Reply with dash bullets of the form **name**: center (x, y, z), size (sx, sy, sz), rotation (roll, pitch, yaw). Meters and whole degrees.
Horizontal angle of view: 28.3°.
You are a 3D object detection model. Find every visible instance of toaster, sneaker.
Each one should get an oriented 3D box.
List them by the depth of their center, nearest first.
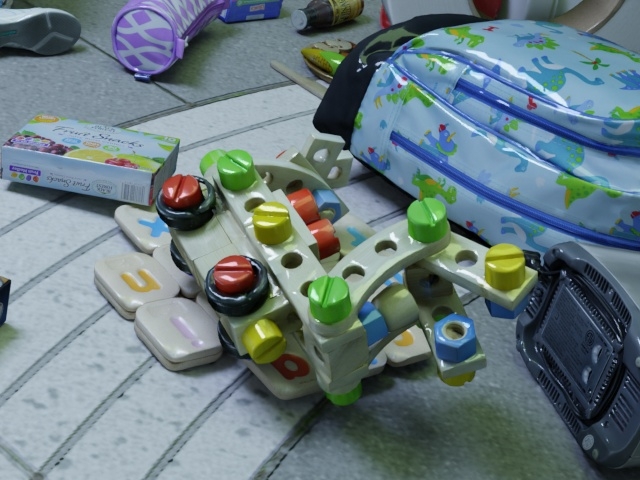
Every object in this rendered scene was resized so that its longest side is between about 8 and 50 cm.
- **toaster**: center (0.263, 0.087, 1.039), size (0.146, 0.129, 0.227), rotation (6, 29, -23)
- **sneaker**: center (-0.337, -0.236, 1.388), size (0.152, 0.053, 0.061), rotation (-8, 34, -33)

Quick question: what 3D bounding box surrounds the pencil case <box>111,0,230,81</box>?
- **pencil case**: center (-0.172, -0.259, 1.464), size (0.088, 0.086, 0.206), rotation (5, 29, 9)

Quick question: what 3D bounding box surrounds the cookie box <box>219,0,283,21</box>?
- **cookie box**: center (-0.115, -0.325, 1.646), size (0.092, 0.040, 0.107), rotation (-15, 42, -42)

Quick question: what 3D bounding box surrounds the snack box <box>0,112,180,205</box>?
- **snack box**: center (-0.210, -0.076, 1.171), size (0.141, 0.037, 0.100), rotation (11, 22, 3)

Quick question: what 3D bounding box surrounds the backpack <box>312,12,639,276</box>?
- **backpack**: center (0.223, -0.092, 1.234), size (0.290, 0.273, 0.355), rotation (-6, 48, -43)

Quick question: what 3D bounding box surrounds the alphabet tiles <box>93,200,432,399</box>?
- **alphabet tiles**: center (-0.044, 0.037, 1.090), size (0.284, 0.021, 0.278), rotation (-11, 39, -37)

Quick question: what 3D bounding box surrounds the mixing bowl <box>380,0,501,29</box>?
- **mixing bowl**: center (0.173, -0.320, 1.667), size (0.098, 0.181, 0.181), rotation (30, 21, -29)

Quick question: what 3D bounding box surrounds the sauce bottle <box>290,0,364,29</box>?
- **sauce bottle**: center (0.009, -0.299, 1.658), size (0.042, 0.042, 0.128), rotation (29, 35, 23)

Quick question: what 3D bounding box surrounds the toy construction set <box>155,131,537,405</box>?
- **toy construction set**: center (0.000, 0.000, 1.000), size (0.215, 0.151, 0.327), rotation (-24, 34, -13)

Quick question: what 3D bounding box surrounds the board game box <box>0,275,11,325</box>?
- **board game box**: center (-0.374, 0.041, 0.917), size (0.243, 0.042, 0.165), rotation (20, 30, 9)

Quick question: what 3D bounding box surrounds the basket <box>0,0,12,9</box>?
- **basket**: center (-0.451, -0.380, 1.382), size (0.289, 0.254, 0.201), rotation (19, 30, -14)

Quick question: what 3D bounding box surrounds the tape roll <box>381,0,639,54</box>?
- **tape roll**: center (0.259, -0.327, 1.474), size (0.392, 0.392, 0.072), rotation (6, 31, -14)

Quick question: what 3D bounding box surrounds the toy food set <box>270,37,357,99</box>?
- **toy food set**: center (0.043, -0.220, 1.540), size (0.132, 0.038, 0.192), rotation (34, 35, 30)

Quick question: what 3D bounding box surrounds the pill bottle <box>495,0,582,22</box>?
- **pill bottle**: center (0.402, -0.315, 1.708), size (0.334, 0.188, 0.188), rotation (4, 32, -18)
